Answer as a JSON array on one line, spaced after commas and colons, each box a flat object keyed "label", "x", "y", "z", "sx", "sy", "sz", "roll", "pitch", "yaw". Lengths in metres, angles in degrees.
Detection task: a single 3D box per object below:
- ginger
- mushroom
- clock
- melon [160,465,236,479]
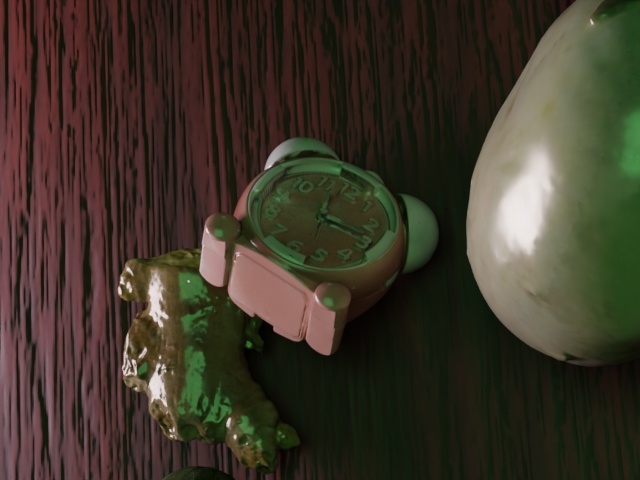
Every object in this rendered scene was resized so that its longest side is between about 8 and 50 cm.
[{"label": "ginger", "x": -0.101, "y": 0.105, "z": 1.408, "sx": 0.138, "sy": 0.074, "sz": 0.213, "roll": -17, "pitch": 77, "yaw": 11}, {"label": "mushroom", "x": 0.286, "y": -0.032, "z": 1.219, "sx": 0.336, "sy": 0.314, "sz": 0.314, "roll": 18, "pitch": 82, "yaw": 0}, {"label": "clock", "x": 0.000, "y": 0.000, "z": 1.376, "sx": 0.166, "sy": 0.092, "sz": 0.162, "roll": 32, "pitch": 54, "yaw": 18}, {"label": "melon", "x": -0.112, "y": 0.266, "z": 1.343, "sx": 0.114, "sy": 0.114, "sz": 0.167, "roll": 19, "pitch": 82, "yaw": 22}]
